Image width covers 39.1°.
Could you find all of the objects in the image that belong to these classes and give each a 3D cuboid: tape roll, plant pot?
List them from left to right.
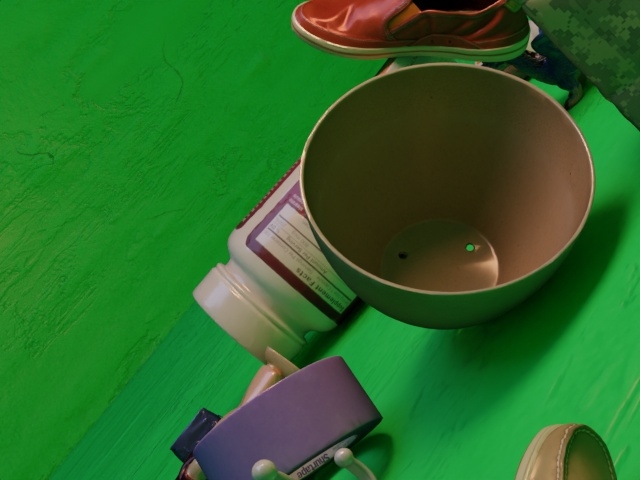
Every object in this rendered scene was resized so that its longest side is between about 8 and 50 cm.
[{"bbox_3d":[-0.033,0.206,0.945,0.189,0.080,0.189,-32,-16,-10],"label":"tape roll"},{"bbox_3d":[0.128,-0.019,0.949,0.284,0.284,0.191,-53,-23,-25],"label":"plant pot"}]

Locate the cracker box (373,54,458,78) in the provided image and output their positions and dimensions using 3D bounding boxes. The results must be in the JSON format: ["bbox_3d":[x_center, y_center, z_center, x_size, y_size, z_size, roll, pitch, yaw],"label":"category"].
[{"bbox_3d":[0.178,-0.175,1.294,0.067,0.232,0.155,-36,15,48],"label":"cracker box"}]

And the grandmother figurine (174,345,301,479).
[{"bbox_3d":[-0.145,0.308,1.242,0.342,0.104,0.208,-53,-17,-10],"label":"grandmother figurine"}]

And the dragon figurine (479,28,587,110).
[{"bbox_3d":[0.345,-0.280,1.245,0.289,0.144,0.085,-38,15,46],"label":"dragon figurine"}]

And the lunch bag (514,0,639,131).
[{"bbox_3d":[0.360,-0.266,0.863,0.287,0.235,0.169,-44,8,23],"label":"lunch bag"}]

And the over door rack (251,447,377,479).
[{"bbox_3d":[-0.109,0.303,0.766,0.239,0.108,0.324,-46,-12,28],"label":"over door rack"}]

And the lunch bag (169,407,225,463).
[{"bbox_3d":[-0.186,0.317,1.445,0.098,0.065,0.067,-51,-5,-10],"label":"lunch bag"}]

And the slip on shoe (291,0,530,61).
[{"bbox_3d":[0.118,-0.312,1.231,0.101,0.331,0.123,79,-155,-43],"label":"slip on shoe"}]

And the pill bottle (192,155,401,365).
[{"bbox_3d":[0.000,0.000,1.410,0.392,0.224,0.224,-48,10,-1],"label":"pill bottle"}]

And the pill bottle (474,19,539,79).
[{"bbox_3d":[0.350,-0.329,1.583,0.152,0.086,0.086,-36,15,47],"label":"pill bottle"}]

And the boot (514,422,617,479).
[{"bbox_3d":[0.178,0.160,0.471,0.165,0.077,0.213,-41,17,37],"label":"boot"}]
